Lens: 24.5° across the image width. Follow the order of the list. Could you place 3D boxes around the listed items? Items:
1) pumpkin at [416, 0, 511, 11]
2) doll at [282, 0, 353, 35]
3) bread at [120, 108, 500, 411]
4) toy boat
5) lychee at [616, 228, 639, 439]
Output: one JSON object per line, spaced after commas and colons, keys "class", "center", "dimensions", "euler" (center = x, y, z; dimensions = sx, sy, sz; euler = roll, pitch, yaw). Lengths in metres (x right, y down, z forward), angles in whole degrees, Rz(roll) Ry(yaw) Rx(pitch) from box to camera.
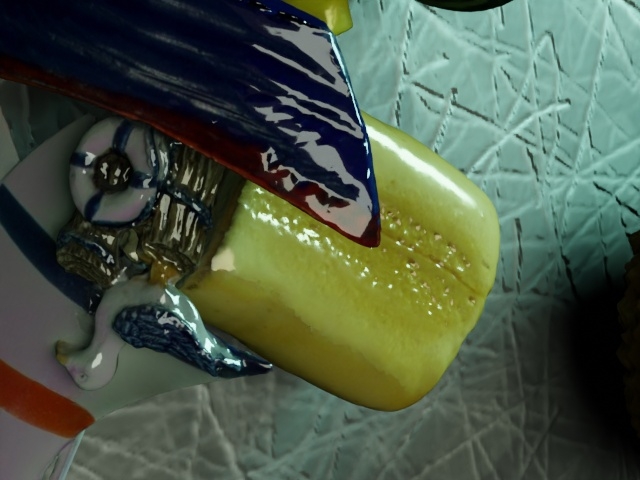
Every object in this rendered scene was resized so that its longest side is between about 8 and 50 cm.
{"class": "pumpkin", "center": [0.063, -0.192, 0.703], "dimensions": [0.125, 0.167, 0.167], "euler": [-20, 108, 3]}
{"class": "doll", "center": [-0.035, -0.166, 0.675], "dimensions": [0.062, 0.106, 0.163], "euler": [-30, 104, -35]}
{"class": "bread", "center": [-0.001, 0.001, 0.724], "dimensions": [0.173, 0.085, 0.134], "euler": [33, 71, -29]}
{"class": "toy boat", "center": [-0.122, 0.001, 0.639], "dimensions": [0.318, 0.072, 0.219], "euler": [-44, 82, 17]}
{"class": "lychee", "center": [0.288, 0.049, 0.819], "dimensions": [0.267, 0.267, 0.268], "euler": [-4, 98, -31]}
